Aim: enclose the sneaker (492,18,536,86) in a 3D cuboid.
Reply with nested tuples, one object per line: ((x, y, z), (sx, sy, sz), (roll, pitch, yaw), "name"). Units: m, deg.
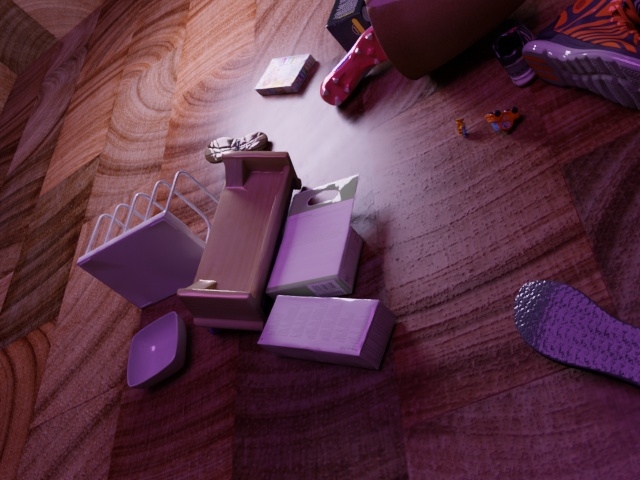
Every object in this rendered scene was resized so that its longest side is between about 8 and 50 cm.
((0.345, -0.356, 1.274), (0.063, 0.075, 0.170), (-24, 43, 29), "sneaker")

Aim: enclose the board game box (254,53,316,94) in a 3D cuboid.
((-0.092, -0.422, 1.804), (0.154, 0.026, 0.103), (8, 64, 48), "board game box")

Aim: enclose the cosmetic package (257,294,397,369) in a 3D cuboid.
((0.007, 0.151, 1.185), (0.239, 0.060, 0.099), (-1, 56, 45), "cosmetic package")

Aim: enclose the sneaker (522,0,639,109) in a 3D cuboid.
((0.465, -0.316, 1.081), (0.180, 0.124, 0.321), (-49, 37, 2), "sneaker")

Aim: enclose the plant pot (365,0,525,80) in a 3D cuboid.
((0.251, -0.457, 1.330), (0.254, 0.237, 0.237), (-15, 49, 33), "plant pot")

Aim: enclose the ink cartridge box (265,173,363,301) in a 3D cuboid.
((0.000, 0.000, 1.328), (0.171, 0.056, 0.235), (-14, 46, 36), "ink cartridge box")

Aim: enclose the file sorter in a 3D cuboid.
((-0.358, -0.005, 1.580), (0.277, 0.193, 0.173), (-24, 41, 29), "file sorter")

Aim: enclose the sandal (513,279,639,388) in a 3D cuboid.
((0.351, 0.130, 0.880), (0.254, 0.054, 0.097), (29, 87, 42), "sandal")

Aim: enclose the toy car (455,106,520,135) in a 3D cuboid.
((0.296, -0.204, 1.241), (0.122, 0.060, 0.041), (-1, 101, 64), "toy car")

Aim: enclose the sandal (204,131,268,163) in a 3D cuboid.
((-0.202, -0.218, 1.729), (0.180, 0.049, 0.072), (-9, 56, 21), "sandal")

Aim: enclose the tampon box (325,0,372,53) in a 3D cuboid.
((0.104, -0.516, 1.614), (0.101, 0.120, 0.161), (-9, 53, 41), "tampon box")

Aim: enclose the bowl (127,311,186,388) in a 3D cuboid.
((-0.328, 0.232, 1.455), (0.142, 0.053, 0.142), (-32, 40, 21), "bowl")

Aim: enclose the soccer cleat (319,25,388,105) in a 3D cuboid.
((0.090, -0.399, 1.553), (0.248, 0.083, 0.095), (-45, 23, 19), "soccer cleat")

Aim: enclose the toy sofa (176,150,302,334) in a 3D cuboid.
((-0.144, 0.007, 1.416), (0.150, 0.177, 0.363), (1, 56, 16), "toy sofa")
